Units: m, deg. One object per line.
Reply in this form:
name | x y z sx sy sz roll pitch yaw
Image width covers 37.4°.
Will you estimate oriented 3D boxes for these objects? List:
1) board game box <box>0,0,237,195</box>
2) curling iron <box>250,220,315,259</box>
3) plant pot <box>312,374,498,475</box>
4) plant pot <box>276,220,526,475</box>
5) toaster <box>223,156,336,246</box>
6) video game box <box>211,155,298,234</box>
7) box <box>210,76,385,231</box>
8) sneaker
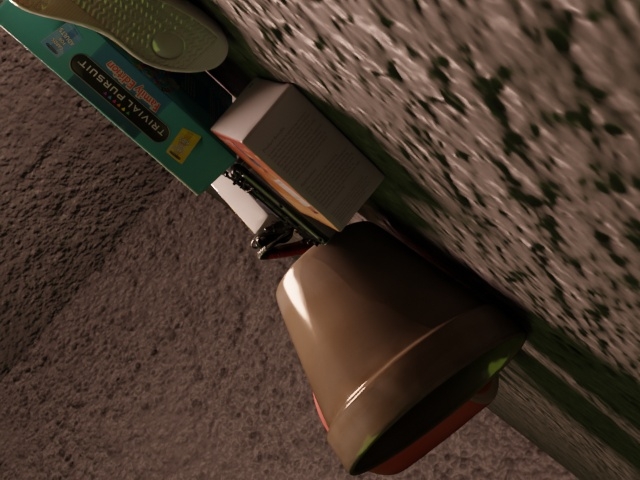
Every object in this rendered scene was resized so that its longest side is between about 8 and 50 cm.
board game box | -0.261 -0.240 1.274 0.336 0.079 0.254 42 -164 -23
curling iron | 0.000 0.000 1.496 0.274 0.068 0.035 -1 -128 -48
plant pot | 0.163 0.250 1.681 0.275 0.243 0.275 33 -141 -31
plant pot | 0.090 0.134 1.386 0.280 0.323 0.323 52 180 21
toaster | -0.042 -0.085 1.324 0.186 0.110 0.168 40 175 -8
video game box | -0.098 -0.090 1.522 0.205 0.048 0.187 47 -154 26
box | -0.029 -0.107 1.153 0.170 0.091 0.130 42 175 -26
sneaker | -0.220 -0.294 1.089 0.256 0.094 0.151 20 -140 -17
